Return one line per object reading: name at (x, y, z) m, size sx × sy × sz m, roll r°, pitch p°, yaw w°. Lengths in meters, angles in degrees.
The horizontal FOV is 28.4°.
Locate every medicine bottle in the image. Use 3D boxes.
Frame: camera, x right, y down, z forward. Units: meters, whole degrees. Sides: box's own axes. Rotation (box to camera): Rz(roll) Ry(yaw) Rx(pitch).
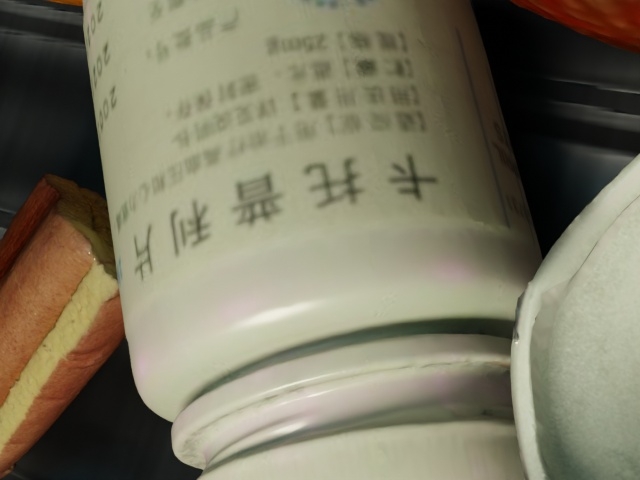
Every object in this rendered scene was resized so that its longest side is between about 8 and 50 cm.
medicine bottle at (0.000, 0.000, 0.516) m, size 0.170 × 0.170 × 0.293 m, roll -21°, pitch 67°, yaw 25°

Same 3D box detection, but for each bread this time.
bread at (-0.130, 0.030, 0.628) m, size 0.192 × 0.067 × 0.119 m, roll -45°, pitch 28°, yaw 42°

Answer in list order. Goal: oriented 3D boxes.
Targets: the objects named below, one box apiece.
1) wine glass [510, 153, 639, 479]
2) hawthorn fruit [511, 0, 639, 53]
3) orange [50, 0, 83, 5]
wine glass at (0.163, 0.056, 0.385) m, size 0.165 × 0.196 × 0.165 m, roll -8°, pitch 74°, yaw 28°
hawthorn fruit at (0.152, -0.188, 0.432) m, size 0.275 × 0.299 × 0.275 m, roll -50°, pitch 31°, yaw 45°
orange at (-0.111, -0.234, 0.612) m, size 0.240 × 0.240 × 0.240 m, roll -9°, pitch 72°, yaw 29°
